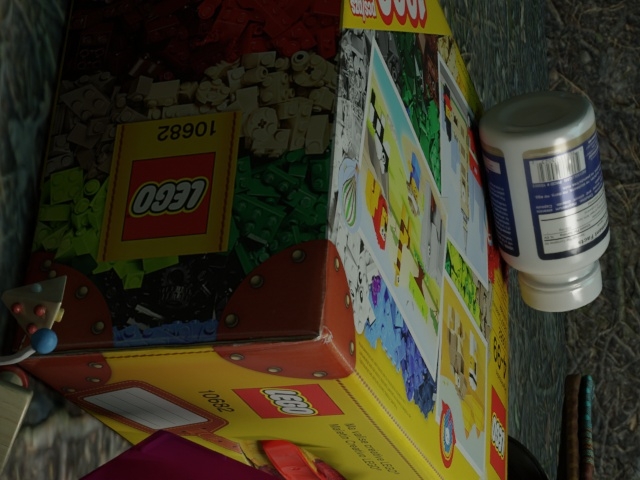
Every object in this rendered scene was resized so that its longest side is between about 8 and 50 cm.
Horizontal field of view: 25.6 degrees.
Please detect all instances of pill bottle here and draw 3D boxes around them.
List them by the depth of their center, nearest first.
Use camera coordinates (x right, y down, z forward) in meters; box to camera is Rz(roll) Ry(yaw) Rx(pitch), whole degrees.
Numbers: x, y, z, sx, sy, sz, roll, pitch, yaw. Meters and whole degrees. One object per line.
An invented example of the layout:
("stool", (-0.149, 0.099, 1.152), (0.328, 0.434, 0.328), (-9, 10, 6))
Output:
("pill bottle", (0.189, -0.030, 1.164), (0.094, 0.094, 0.169), (-64, 146, -57))

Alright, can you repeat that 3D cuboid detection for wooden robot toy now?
("wooden robot toy", (-0.185, 0.086, 0.674), (0.076, 0.079, 0.173), (-173, -75, -77))

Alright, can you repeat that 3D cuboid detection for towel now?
("towel", (0.260, 0.340, 1.431), (0.370, 0.040, 0.271), (81, 12, -53))

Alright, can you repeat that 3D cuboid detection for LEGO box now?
("LEGO box", (0.000, 0.000, 1.037), (0.500, 0.193, 0.373), (54, 35, -59))

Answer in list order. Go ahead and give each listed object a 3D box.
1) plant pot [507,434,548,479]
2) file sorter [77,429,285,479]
("plant pot", (0.146, 0.299, 1.503), (0.165, 0.167, 0.167), (-16, 101, -64))
("file sorter", (-0.071, 0.244, 0.697), (0.290, 0.202, 0.182), (-21, 131, -72))
